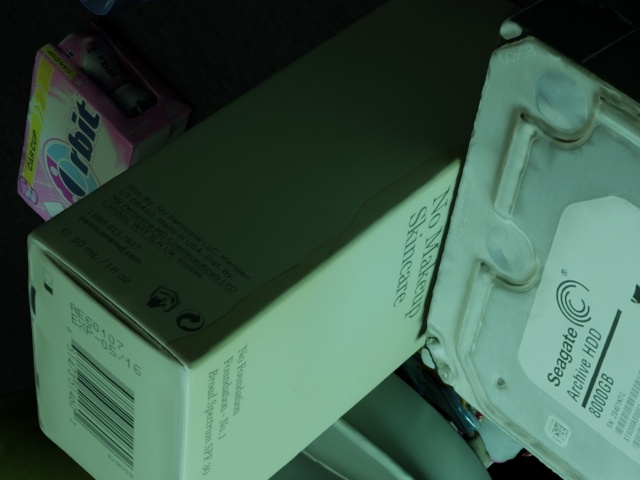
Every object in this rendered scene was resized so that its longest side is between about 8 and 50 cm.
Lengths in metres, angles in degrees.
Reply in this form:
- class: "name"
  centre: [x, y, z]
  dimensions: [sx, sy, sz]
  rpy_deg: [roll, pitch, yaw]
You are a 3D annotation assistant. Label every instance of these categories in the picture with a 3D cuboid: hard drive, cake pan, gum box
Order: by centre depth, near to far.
- class: "hard drive"
  centre: [0.201, 0.064, 0.692]
  dimensions: [0.339, 0.064, 0.237]
  rpy_deg: [39, 140, 27]
- class: "cake pan"
  centre: [-0.006, 0.126, 0.971]
  dimensions: [0.293, 0.054, 0.293]
  rpy_deg: [31, 158, 15]
- class: "gum box"
  centre: [-0.169, -0.070, 1.161]
  dimensions: [0.107, 0.062, 0.188]
  rpy_deg: [43, 145, 14]

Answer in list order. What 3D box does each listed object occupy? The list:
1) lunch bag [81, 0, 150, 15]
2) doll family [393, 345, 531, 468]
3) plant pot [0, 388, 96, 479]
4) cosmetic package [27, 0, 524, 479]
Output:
- class: "lunch bag"
  centre: [-0.135, -0.199, 1.004]
  dimensions: [0.098, 0.065, 0.067]
  rpy_deg: [48, 131, 9]
- class: "doll family"
  centre: [0.043, 0.070, 0.979]
  dimensions: [0.263, 0.118, 0.163]
  rpy_deg: [49, 148, 5]
- class: "plant pot"
  centre: [-0.179, 0.277, 1.344]
  dimensions: [0.254, 0.276, 0.276]
  rpy_deg: [0, 121, 37]
- class: "cosmetic package"
  centre: [0.000, 0.000, 0.798]
  dimensions: [0.113, 0.309, 0.160]
  rpy_deg: [37, 144, 24]
